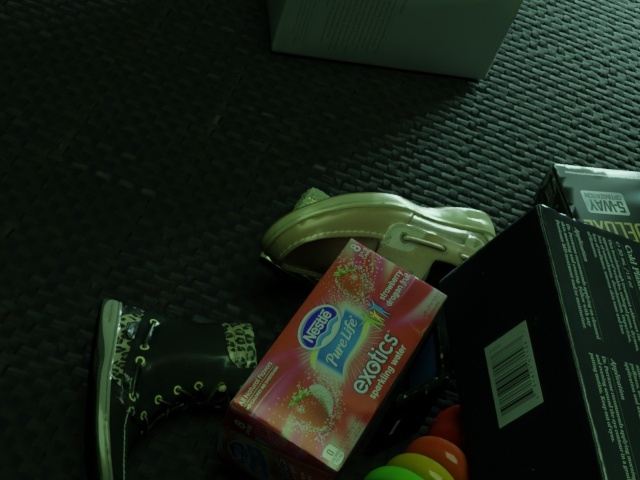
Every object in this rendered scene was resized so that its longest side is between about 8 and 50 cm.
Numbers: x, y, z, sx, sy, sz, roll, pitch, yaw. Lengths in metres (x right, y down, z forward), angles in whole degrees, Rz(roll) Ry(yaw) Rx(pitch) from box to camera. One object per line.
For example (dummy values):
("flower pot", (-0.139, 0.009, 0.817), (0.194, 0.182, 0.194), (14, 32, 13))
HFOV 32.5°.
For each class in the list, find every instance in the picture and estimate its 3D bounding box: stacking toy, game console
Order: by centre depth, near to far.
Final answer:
("stacking toy", (0.087, 0.280, 1.137), (0.141, 0.141, 0.330), (40, 43, 15))
("game console", (0.092, 0.165, 1.223), (0.107, 0.122, 0.071), (-20, 59, -31))

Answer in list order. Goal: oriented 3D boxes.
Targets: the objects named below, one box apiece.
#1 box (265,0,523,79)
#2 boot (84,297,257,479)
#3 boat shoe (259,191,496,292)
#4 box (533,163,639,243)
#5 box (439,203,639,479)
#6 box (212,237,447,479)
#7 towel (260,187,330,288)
("box", (0.101, -0.394, 1.669), (0.345, 0.168, 0.215), (5, 50, -16))
("boot", (-0.154, 0.169, 1.160), (0.178, 0.085, 0.236), (7, 49, -16))
("boat shoe", (0.090, 0.021, 1.325), (0.341, 0.121, 0.110), (1, 58, -32))
("box", (0.470, 0.016, 1.510), (0.307, 0.076, 0.242), (4, 48, -17))
("box", (0.322, 0.180, 1.185), (0.312, 0.179, 0.343), (17, 50, -29))
("box", (0.012, 0.140, 1.157), (0.128, 0.122, 0.257), (31, 53, 8))
("towel", (0.000, 0.000, 1.396), (0.110, 0.027, 0.148), (29, 48, 5))
